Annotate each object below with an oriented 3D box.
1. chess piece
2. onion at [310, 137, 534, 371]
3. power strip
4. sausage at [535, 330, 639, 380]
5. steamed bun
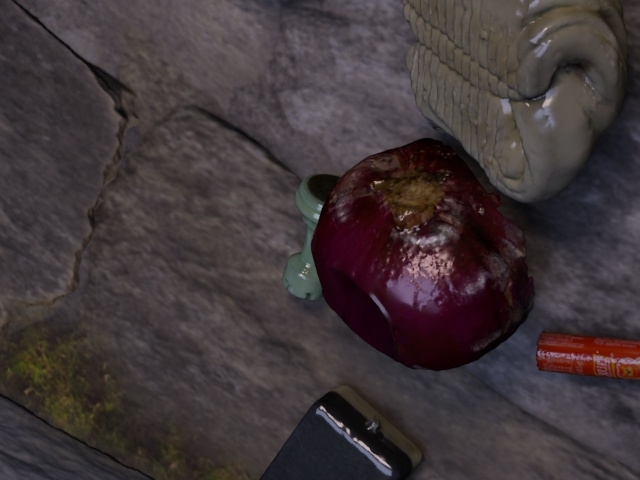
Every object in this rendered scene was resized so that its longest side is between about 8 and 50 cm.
[{"bbox_3d":[0.000,0.000,1.255,0.067,0.067,0.103,31,122,19],"label":"chess piece"},{"bbox_3d":[0.080,0.037,1.159,0.195,0.140,0.218,44,158,37],"label":"onion"},{"bbox_3d":[-0.010,0.249,1.313,0.105,0.070,0.256,40,118,12],"label":"power strip"},{"bbox_3d":[0.240,0.095,1.163,0.129,0.034,0.034,4,104,27],"label":"sausage"},{"bbox_3d":[0.156,-0.158,1.080,0.218,0.144,0.211,46,153,39],"label":"steamed bun"}]
